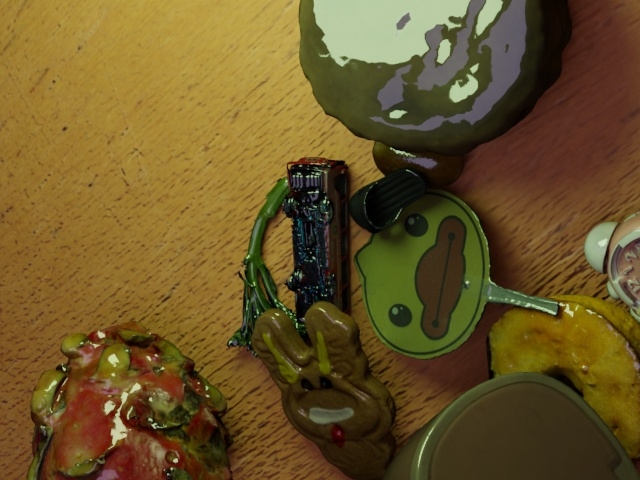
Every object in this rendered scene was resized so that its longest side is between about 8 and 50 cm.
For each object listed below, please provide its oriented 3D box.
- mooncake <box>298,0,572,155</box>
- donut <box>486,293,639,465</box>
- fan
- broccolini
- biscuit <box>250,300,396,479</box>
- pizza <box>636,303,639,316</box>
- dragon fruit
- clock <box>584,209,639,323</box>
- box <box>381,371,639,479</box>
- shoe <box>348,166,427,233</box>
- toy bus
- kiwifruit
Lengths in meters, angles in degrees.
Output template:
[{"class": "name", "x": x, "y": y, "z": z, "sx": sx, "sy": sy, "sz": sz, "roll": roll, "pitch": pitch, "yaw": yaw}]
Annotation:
[{"class": "mooncake", "x": 0.144, "y": -0.263, "z": 1.531, "sx": 0.324, "sy": 0.187, "sz": 0.324, "roll": 4, "pitch": 100, "yaw": 22}, {"class": "donut", "x": 0.322, "y": 0.183, "z": 1.595, "sx": 0.253, "sy": 0.118, "sz": 0.253, "roll": 21, "pitch": 126, "yaw": 32}, {"class": "fan", "x": 0.167, "y": 0.051, "z": 1.643, "sx": 0.335, "sy": 0.011, "sz": 0.229, "roll": 13, "pitch": 97, "yaw": 41}, {"class": "broccolini", "x": -0.053, "y": 0.046, "z": 1.779, "sx": 0.123, "sy": 0.062, "sz": 0.271, "roll": 14, "pitch": 106, "yaw": 8}, {"class": "biscuit", "x": 0.016, "y": 0.217, "z": 1.751, "sx": 0.186, "sy": 0.044, "sz": 0.295, "roll": -11, "pitch": 115, "yaw": 40}, {"class": "pizza", "x": 0.518, "y": -0.047, "z": 1.421, "sx": 0.409, "sy": 0.114, "sz": 0.277, "roll": -39, "pitch": 100, "yaw": 1}, {"class": "dragon fruit", "x": -0.300, "y": 0.252, "z": 1.805, "sx": 0.314, "sy": 0.296, "sz": 0.262, "roll": -11, "pitch": 97, "yaw": 16}, {"class": "clock", "x": 0.426, "y": 0.026, "z": 1.558, "sx": 0.162, "sy": 0.093, "sz": 0.166, "roll": -34, "pitch": 96, "yaw": 35}, {"class": "box", "x": 0.216, "y": 0.330, "z": 1.514, "sx": 0.301, "sy": 0.301, "sz": 0.216, "roll": 47, "pitch": 151, "yaw": 5}, {"class": "shoe", "x": 0.080, "y": -0.045, "z": 1.653, "sx": 0.062, "sy": 0.053, "sz": 0.159, "roll": 41, "pitch": 142, "yaw": -11}, {"class": "toy bus", "x": 0.000, "y": 0.000, "z": 1.716, "sx": 0.074, "sy": 0.096, "sz": 0.234, "roll": 6, "pitch": 107, "yaw": 23}, {"class": "kiwifruit", "x": 0.128, "y": -0.107, "z": 1.649, "sx": 0.124, "sy": 0.075, "sz": 0.075, "roll": 12, "pitch": 108, "yaw": 16}]
